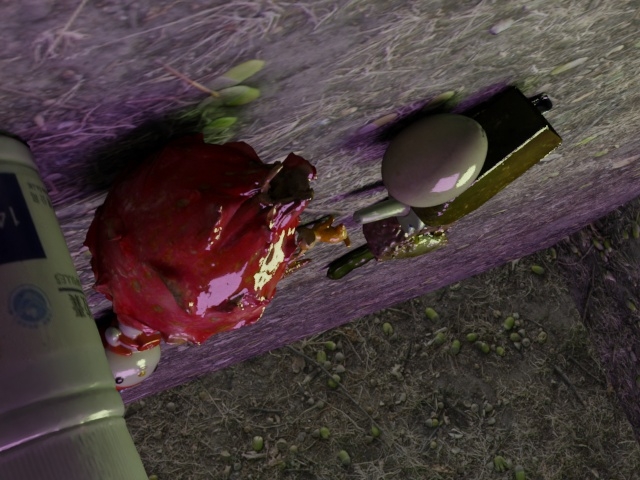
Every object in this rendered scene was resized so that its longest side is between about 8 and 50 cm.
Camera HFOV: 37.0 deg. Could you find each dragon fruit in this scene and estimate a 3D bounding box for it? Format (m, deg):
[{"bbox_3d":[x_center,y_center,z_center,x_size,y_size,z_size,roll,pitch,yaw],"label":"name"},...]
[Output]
[{"bbox_3d":[-0.118,-0.006,0.960,0.268,0.205,0.210,-26,162,33],"label":"dragon fruit"}]

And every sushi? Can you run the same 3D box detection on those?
[{"bbox_3d":[0.154,-0.017,1.762,0.161,0.107,0.241,-17,169,-11],"label":"sushi"}]

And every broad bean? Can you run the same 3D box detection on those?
[{"bbox_3d":[0.096,0.035,2.083,0.227,0.039,0.069,-28,174,24],"label":"broad bean"}]

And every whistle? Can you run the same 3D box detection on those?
[{"bbox_3d":[0.166,-0.067,1.553,0.244,0.092,0.110,-19,180,-22],"label":"whistle"}]

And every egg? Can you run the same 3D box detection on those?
[{"bbox_3d":[0.149,-0.106,1.253,0.152,0.114,0.114,-35,165,29],"label":"egg"}]

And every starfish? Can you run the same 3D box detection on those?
[{"bbox_3d":[-0.122,0.081,1.860,0.227,0.043,0.240,-22,172,4],"label":"starfish"}]

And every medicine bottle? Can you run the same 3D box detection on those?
[{"bbox_3d":[-0.278,0.098,0.789,0.190,0.332,0.190,-21,170,-4],"label":"medicine bottle"}]

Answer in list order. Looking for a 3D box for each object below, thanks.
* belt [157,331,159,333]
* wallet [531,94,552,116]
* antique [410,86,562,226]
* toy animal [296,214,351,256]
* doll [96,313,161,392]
[{"bbox_3d":[-0.241,0.069,1.496,0.065,0.100,0.179,-13,151,-37],"label":"belt"},{"bbox_3d":[0.227,-0.144,1.443,0.222,0.036,0.167,-20,170,-12],"label":"wallet"},{"bbox_3d":[0.218,-0.105,1.331,0.221,0.080,0.081,-40,150,17],"label":"antique"},{"bbox_3d":[0.000,0.000,1.618,0.083,0.081,0.060,-40,179,-21],"label":"toy animal"},{"bbox_3d":[-0.365,0.208,1.738,0.161,0.130,0.290,-20,157,-46],"label":"doll"}]
